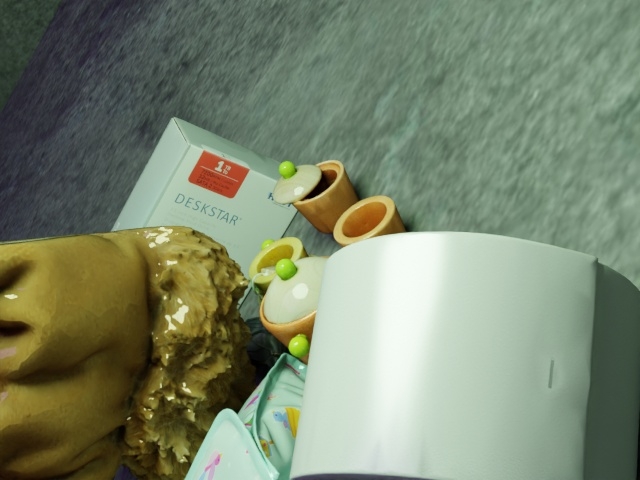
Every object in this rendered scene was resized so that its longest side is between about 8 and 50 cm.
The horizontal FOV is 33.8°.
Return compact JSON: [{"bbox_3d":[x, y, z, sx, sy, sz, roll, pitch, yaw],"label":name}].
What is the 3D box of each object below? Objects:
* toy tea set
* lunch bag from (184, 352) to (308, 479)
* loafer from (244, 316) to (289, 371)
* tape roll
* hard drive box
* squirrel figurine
[{"bbox_3d":[0.000,0.000,1.088,0.200,0.124,0.336,-38,30,-5],"label":"toy tea set"},{"bbox_3d":[-0.054,0.253,0.950,0.223,0.160,0.262,-61,-3,16],"label":"lunch bag"},{"bbox_3d":[-0.096,0.136,1.282,0.170,0.062,0.061,-24,57,53],"label":"loafer"},{"bbox_3d":[0.109,0.116,0.775,0.246,0.246,0.169,-19,55,53],"label":"tape roll"},{"bbox_3d":[-0.158,-0.014,1.356,0.232,0.181,0.089,-59,31,17],"label":"hard drive box"},{"bbox_3d":[-0.233,0.179,1.064,0.281,0.396,0.371,179,84,-67],"label":"squirrel figurine"}]
